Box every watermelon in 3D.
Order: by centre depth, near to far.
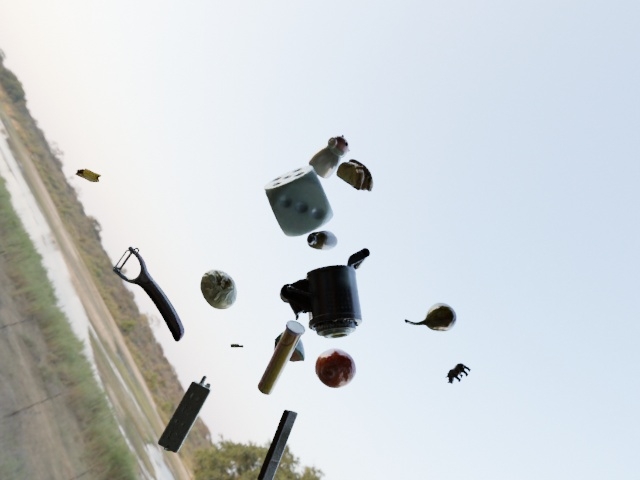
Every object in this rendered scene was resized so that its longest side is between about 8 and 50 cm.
[{"bbox_3d":[-0.183,0.595,2.333,0.136,0.202,0.207,21,-2,43],"label":"watermelon"}]

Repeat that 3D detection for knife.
[{"bbox_3d":[-0.440,0.145,1.150,0.278,0.053,0.123,50,-57,7],"label":"knife"}]

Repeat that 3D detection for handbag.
[{"bbox_3d":[-0.779,-0.217,1.436,0.083,0.027,0.061,6,-14,40],"label":"handbag"}]

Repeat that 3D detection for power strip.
[{"bbox_3d":[-0.574,0.742,1.842,0.098,0.338,0.058,27,-15,1],"label":"power strip"}]

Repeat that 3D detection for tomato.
[{"bbox_3d":[0.081,0.684,2.337,0.232,0.232,0.189,28,-67,50],"label":"tomato"}]

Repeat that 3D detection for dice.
[{"bbox_3d":[-0.102,-0.190,2.068,0.265,0.262,0.268,-108,176,-71],"label":"dice"}]

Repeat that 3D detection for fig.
[{"bbox_3d":[0.500,0.365,1.967,0.149,0.245,0.149,170,-90,-82],"label":"fig"}]

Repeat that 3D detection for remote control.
[{"bbox_3d":[-0.144,0.706,1.476,0.063,0.245,0.025,32,-18,-35],"label":"remote control"}]

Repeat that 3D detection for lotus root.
[{"bbox_3d":[0.000,0.000,1.858,0.113,0.192,0.088,0,-91,29],"label":"lotus root"}]

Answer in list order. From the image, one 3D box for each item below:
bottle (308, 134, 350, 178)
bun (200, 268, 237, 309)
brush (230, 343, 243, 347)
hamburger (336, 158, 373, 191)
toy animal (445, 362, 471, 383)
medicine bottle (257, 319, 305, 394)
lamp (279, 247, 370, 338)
[{"bbox_3d":[0.057,-0.455,2.274,0.236,0.147,0.148,-46,-110,27],"label":"bottle"},{"bbox_3d":[-0.512,0.243,2.217,0.127,0.222,0.222,-28,-90,28],"label":"bun"},{"bbox_3d":[-0.384,0.489,1.998,0.083,0.021,0.019,-8,-86,34],"label":"brush"},{"bbox_3d":[0.181,-0.341,2.179,0.262,0.124,0.131,43,-56,51],"label":"hamburger"},{"bbox_3d":[0.609,0.601,1.928,0.065,0.047,0.136,38,-51,11],"label":"toy animal"},{"bbox_3d":[-0.211,0.621,2.249,0.108,0.108,0.426,40,-68,39],"label":"medicine bottle"},{"bbox_3d":[0.057,0.228,1.617,0.272,0.374,0.205,64,-20,17],"label":"lamp"}]
